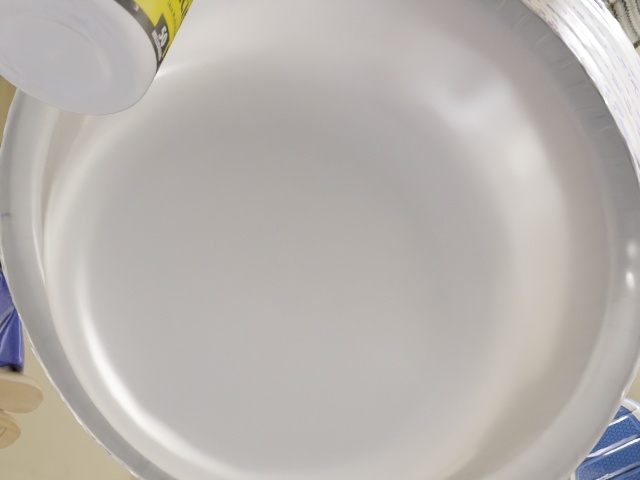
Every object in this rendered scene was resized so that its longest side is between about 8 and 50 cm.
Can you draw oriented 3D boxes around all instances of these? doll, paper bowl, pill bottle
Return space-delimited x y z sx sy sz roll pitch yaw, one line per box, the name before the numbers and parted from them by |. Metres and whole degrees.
doll | -0.191 0.030 1.139 0.046 0.129 0.189 17 -135 -22
paper bowl | 0.000 0.000 0.803 0.284 0.284 0.148 27 -156 7
pill bottle | -0.068 -0.105 0.655 0.065 0.065 0.116 20 -122 4

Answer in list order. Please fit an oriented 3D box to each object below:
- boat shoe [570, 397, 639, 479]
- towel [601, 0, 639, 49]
boat shoe | 0.181 0.162 0.954 0.066 0.066 0.183 -11 -101 -53
towel | 0.170 -0.285 1.229 0.312 0.056 0.324 -39 -111 26
